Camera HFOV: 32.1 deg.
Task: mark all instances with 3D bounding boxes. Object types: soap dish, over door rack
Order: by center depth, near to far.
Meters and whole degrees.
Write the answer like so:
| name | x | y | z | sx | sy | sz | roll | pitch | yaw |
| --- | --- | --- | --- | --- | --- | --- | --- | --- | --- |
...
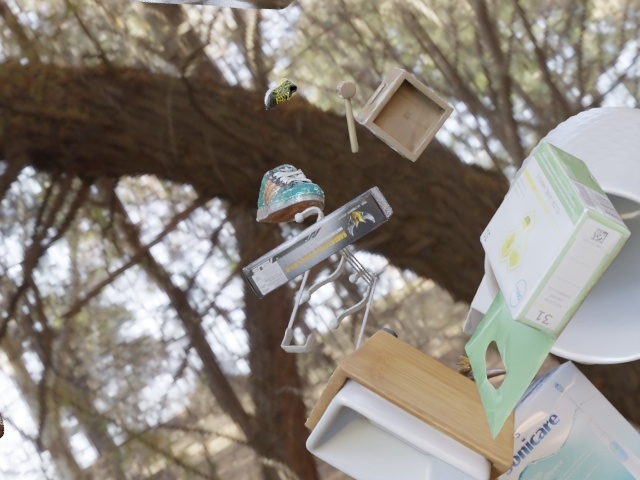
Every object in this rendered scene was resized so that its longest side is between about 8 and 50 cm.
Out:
| name | x | y | z | sx | sy | sz | roll | pitch | yaw |
| --- | --- | --- | --- | --- | --- | --- | --- | --- | --- |
| soap dish | 0.109 | 0.236 | 1.405 | 0.118 | 0.229 | 0.291 | -59 | -4 | -24 |
| over door rack | 0.005 | 0.132 | 2.108 | 0.108 | 0.324 | 0.239 | -16 | -42 | 27 |

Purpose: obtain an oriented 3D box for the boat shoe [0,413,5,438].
| name | x | y | z | sx | sy | sz | roll | pitch | yaw |
| --- | --- | --- | --- | --- | --- | --- | --- | --- | --- |
| boat shoe | -0.590 | 0.265 | 1.890 | 0.073 | 0.207 | 0.073 | 8 | -55 | -36 |

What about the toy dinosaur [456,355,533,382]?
| name | x | y | z | sx | sy | sz | roll | pitch | yaw |
| --- | --- | --- | --- | --- | --- | --- | --- | --- | --- |
| toy dinosaur | 0.274 | 0.250 | 2.019 | 0.211 | 0.064 | 0.112 | -19 | -24 | 4 |

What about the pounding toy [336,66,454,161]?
| name | x | y | z | sx | sy | sz | roll | pitch | yaw |
| --- | --- | --- | --- | --- | --- | --- | --- | --- | --- |
| pounding toy | 0.112 | -0.243 | 2.125 | 0.181 | 0.206 | 0.094 | -53 | 16 | 4 |

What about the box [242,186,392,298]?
| name | x | y | z | sx | sy | sz | roll | pitch | yaw |
| --- | --- | --- | --- | --- | --- | --- | --- | --- | --- |
| box | 0.000 | 0.000 | 1.740 | 0.231 | 0.056 | 0.183 | -31 | 0 | 7 |

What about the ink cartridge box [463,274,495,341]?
| name | x | y | z | sx | sy | sz | roll | pitch | yaw |
| --- | --- | --- | --- | --- | --- | --- | --- | --- | --- |
| ink cartridge box | 0.312 | 0.073 | 1.734 | 0.115 | 0.067 | 0.198 | 19 | -83 | -43 |

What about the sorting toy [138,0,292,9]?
| name | x | y | z | sx | sy | sz | roll | pitch | yaw |
| --- | --- | --- | --- | --- | --- | --- | --- | --- | --- |
| sorting toy | -0.130 | -0.326 | 1.168 | 0.257 | 0.089 | 0.255 | 1 | -4 | -17 |

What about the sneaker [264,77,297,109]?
| name | x | y | z | sx | sy | sz | roll | pitch | yaw |
| --- | --- | --- | --- | --- | --- | --- | --- | --- | --- |
| sneaker | -0.073 | -0.269 | 2.050 | 0.083 | 0.035 | 0.031 | -54 | -28 | -32 |

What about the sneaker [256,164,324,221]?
| name | x | y | z | sx | sy | sz | roll | pitch | yaw |
| --- | --- | --- | --- | --- | --- | --- | --- | --- | --- |
| sneaker | -0.074 | -0.110 | 2.413 | 0.108 | 0.121 | 0.302 | 1 | -5 | -21 |

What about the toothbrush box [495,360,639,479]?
| name | x | y | z | sx | sy | sz | roll | pitch | yaw |
| --- | --- | --- | --- | --- | --- | --- | --- | --- | --- |
| toothbrush box | 0.367 | 0.357 | 1.589 | 0.216 | 0.295 | 0.126 | -41 | -5 | -25 |

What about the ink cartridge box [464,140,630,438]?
| name | x | y | z | sx | sy | sz | roll | pitch | yaw |
| --- | --- | --- | --- | --- | --- | --- | --- | --- | --- |
| ink cartridge box | 0.186 | 0.042 | 1.044 | 0.235 | 0.056 | 0.171 | -60 | 15 | 22 |

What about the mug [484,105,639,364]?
| name | x | y | z | sx | sy | sz | roll | pitch | yaw |
| --- | --- | --- | --- | --- | --- | --- | --- | --- | --- |
| mug | 0.396 | 0.004 | 1.566 | 0.328 | 0.276 | 0.374 | -59 | -28 | -52 |
